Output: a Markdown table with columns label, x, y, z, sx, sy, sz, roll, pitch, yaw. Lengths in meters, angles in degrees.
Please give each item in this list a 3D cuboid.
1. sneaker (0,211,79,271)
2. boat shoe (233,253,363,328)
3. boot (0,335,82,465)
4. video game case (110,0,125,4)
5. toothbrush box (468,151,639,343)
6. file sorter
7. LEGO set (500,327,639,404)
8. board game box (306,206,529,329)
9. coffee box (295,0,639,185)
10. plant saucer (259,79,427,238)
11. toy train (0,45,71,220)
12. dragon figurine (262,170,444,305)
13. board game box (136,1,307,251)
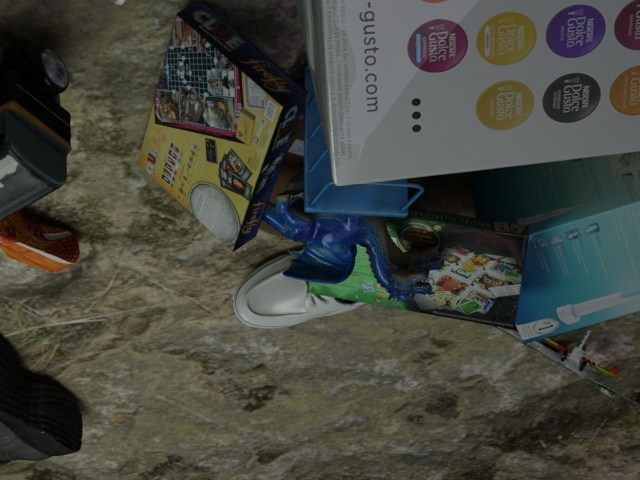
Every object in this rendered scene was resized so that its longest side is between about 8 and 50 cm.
| label | x | y | z | sx | sy | sz | roll | pitch | yaw |
| --- | --- | --- | --- | --- | --- | --- | --- | --- | --- |
| sneaker | -0.374 | -0.004 | 2.002 | 0.067 | 0.064 | 0.175 | -24 | 137 | 34 |
| boat shoe | 0.010 | 0.048 | 2.091 | 0.258 | 0.095 | 0.084 | -20 | -179 | 1 |
| boot | -0.498 | 0.230 | 2.231 | 0.223 | 0.118 | 0.338 | -18 | 136 | 20 |
| video game case | -0.258 | -0.356 | 1.617 | 0.285 | 0.025 | 0.204 | 23 | 132 | -33 |
| toothbrush box | 0.359 | -0.013 | 2.064 | 0.295 | 0.126 | 0.216 | -17 | 138 | 12 |
| file sorter | 0.049 | -0.123 | 1.819 | 0.118 | 0.170 | 0.104 | 3 | 165 | -13 |
| LEGO set | 0.347 | 0.153 | 2.229 | 0.182 | 0.244 | 0.060 | 30 | 88 | -38 |
| board game box | 0.115 | 0.024 | 1.987 | 0.260 | 0.030 | 0.136 | 10 | 124 | 9 |
| coffee box | 0.147 | -0.295 | 1.463 | 0.334 | 0.338 | 0.337 | -6 | 128 | -4 |
| plant saucer | 0.003 | -0.087 | 1.983 | 0.278 | 0.041 | 0.278 | -4 | 141 | -3 |
| toy train | -0.412 | -0.086 | 1.790 | 0.334 | 0.190 | 0.142 | -26 | 137 | 21 |
| dragon figurine | 0.000 | 0.000 | 1.926 | 0.289 | 0.085 | 0.144 | 1 | 111 | 4 |
| board game box | -0.114 | -0.123 | 1.830 | 0.042 | 0.165 | 0.243 | -34 | 159 | -38 |
